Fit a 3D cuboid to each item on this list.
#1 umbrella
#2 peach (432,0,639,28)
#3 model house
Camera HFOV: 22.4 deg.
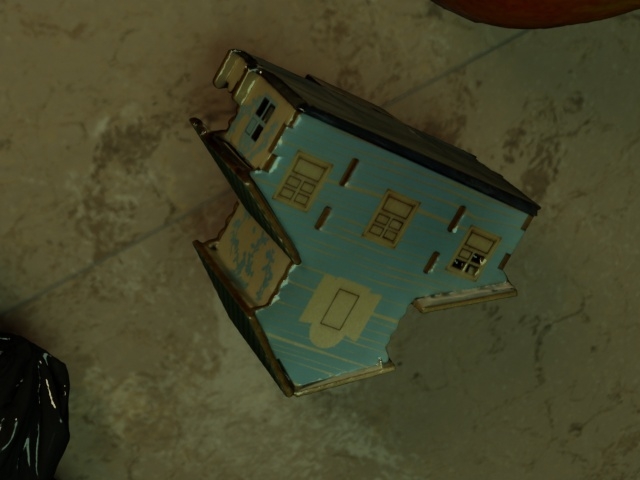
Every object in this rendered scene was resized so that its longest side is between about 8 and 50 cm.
[{"bbox_3d":[-0.244,0.219,1.298,0.118,0.118,0.340,-13,125,-16],"label":"umbrella"},{"bbox_3d":[0.163,-0.290,1.063,0.308,0.308,0.332,9,132,-28],"label":"peach"},{"bbox_3d":[0.000,0.000,1.221,0.271,0.178,0.206,20,104,-34],"label":"model house"}]
